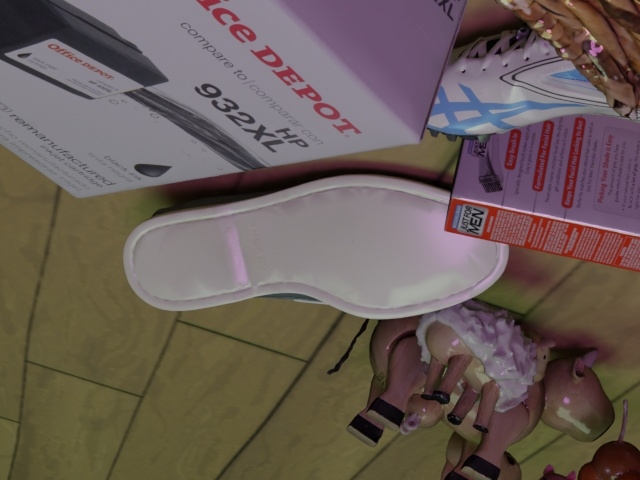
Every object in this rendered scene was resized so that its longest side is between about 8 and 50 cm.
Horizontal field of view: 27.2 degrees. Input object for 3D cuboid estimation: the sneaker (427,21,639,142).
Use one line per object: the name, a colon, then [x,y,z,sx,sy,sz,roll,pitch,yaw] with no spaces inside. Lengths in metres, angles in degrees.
sneaker: [0.142,-0.112,0.813,0.237,0.085,0.086,-1,122,32]

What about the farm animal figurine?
farm animal figurine: [0.166,0.160,1.211,0.327,0.172,0.330,38,154,-15]

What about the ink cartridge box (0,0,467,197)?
ink cartridge box: [-0.103,-0.145,0.779,0.308,0.129,0.223,-6,145,41]

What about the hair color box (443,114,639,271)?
hair color box: [0.176,-0.038,0.902,0.167,0.093,0.053,13,152,4]

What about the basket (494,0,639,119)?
basket: [0.096,-0.245,0.565,0.213,0.223,0.299,-42,125,19]

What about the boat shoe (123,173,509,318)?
boat shoe: [0.000,0.000,1.086,0.320,0.116,0.099,-4,-169,18]
